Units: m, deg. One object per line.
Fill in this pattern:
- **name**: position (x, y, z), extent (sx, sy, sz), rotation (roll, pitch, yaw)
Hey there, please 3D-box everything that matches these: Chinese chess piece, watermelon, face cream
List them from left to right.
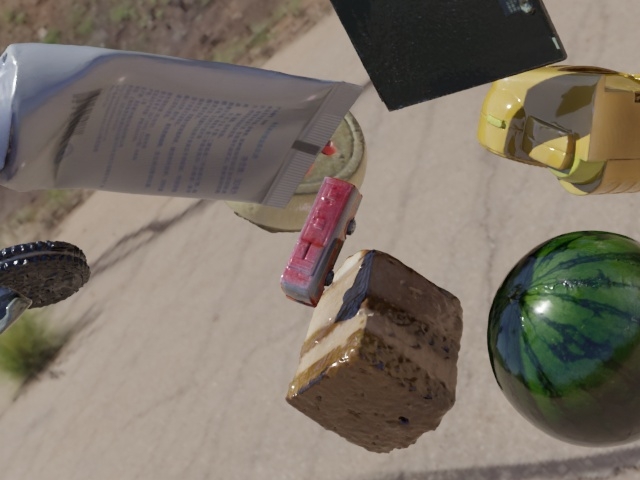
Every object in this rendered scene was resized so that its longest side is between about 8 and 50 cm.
- **face cream**: position (-0.185, -0.118, 1.159), extent (0.235, 0.420, 0.137), rotation (-55, 39, 45)
- **Chinese chess piece**: position (-0.071, -0.177, 2.204), extent (0.140, 0.338, 0.338), rotation (112, -176, -52)
- **watermelon**: position (0.301, 0.108, 1.177), extent (0.242, 0.242, 0.242), rotation (-38, 22, 18)

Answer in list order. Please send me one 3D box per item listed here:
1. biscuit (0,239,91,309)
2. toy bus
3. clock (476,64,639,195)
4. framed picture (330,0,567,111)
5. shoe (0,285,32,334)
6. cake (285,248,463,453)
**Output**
- **biscuit**: position (-0.465, 0.058, 1.703), extent (0.194, 0.194, 0.053), rotation (-32, 65, 32)
- **toy bus**: position (0.000, 0.000, 1.590), extent (0.065, 0.077, 0.192), rotation (18, 75, 20)
- **clock**: position (0.404, -0.197, 1.727), extent (0.317, 0.244, 0.200), rotation (31, 117, 54)
- **framed picture**: position (0.163, -0.330, 1.527), extent (0.339, 0.255, 0.014), rotation (-11, 26, 47)
- **shoe**: position (-0.386, 0.055, 1.125), extent (0.169, 0.099, 0.071), rotation (-3, 33, 37)
- **cake**: position (0.093, 0.155, 1.653), extent (0.196, 0.199, 0.293), rotation (-45, 22, 42)
